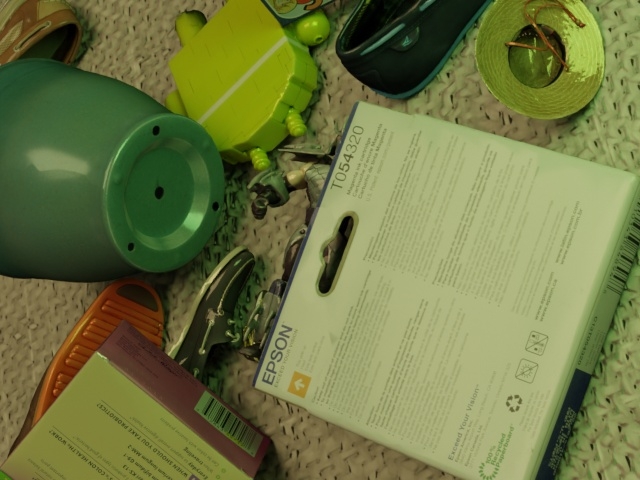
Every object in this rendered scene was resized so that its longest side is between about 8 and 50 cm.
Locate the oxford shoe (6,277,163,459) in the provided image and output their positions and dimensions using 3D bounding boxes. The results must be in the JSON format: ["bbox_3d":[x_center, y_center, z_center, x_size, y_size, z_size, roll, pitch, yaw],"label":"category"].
[{"bbox_3d":[-0.305,0.208,1.854,0.133,0.130,0.363,9,72,61],"label":"oxford shoe"}]

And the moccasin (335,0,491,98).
[{"bbox_3d":[0.138,-0.310,1.652,0.138,0.117,0.342,33,97,44],"label":"moccasin"}]

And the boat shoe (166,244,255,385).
[{"bbox_3d":[-0.118,0.105,1.775,0.065,0.075,0.206,31,96,16],"label":"boat shoe"}]

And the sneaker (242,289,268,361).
[{"bbox_3d":[-0.073,0.096,1.748,0.035,0.031,0.083,-6,70,41],"label":"sneaker"}]

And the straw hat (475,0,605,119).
[{"bbox_3d":[0.215,-0.182,1.570,0.061,0.145,0.144,131,148,-73],"label":"straw hat"}]

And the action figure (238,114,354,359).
[{"bbox_3d":[0.000,0.000,1.670,0.185,0.099,0.285,13,86,38],"label":"action figure"}]

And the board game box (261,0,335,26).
[{"bbox_3d":[0.011,-0.328,1.728,0.201,0.136,0.035,-25,53,17],"label":"board game box"}]

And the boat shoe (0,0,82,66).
[{"bbox_3d":[-0.432,-0.193,2.123,0.116,0.123,0.324,37,102,41],"label":"boat shoe"}]

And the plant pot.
[{"bbox_3d":[-0.261,-0.071,1.815,0.255,0.272,0.271,11,82,43],"label":"plant pot"}]

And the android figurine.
[{"bbox_3d":[-0.091,-0.202,1.861,0.248,0.056,0.273,-43,50,21],"label":"android figurine"}]

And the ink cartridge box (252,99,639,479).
[{"bbox_3d":[0.126,0.052,1.531,0.330,0.071,0.324,20,88,35],"label":"ink cartridge box"}]

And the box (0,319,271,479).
[{"bbox_3d":[-0.215,0.252,1.681,0.213,0.117,0.243,39,106,-3],"label":"box"}]
